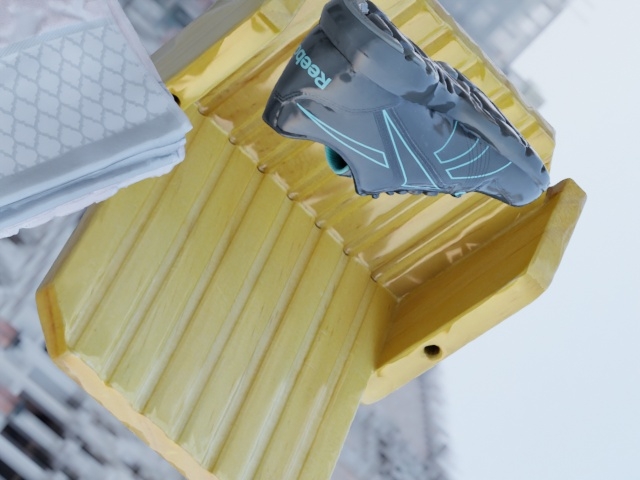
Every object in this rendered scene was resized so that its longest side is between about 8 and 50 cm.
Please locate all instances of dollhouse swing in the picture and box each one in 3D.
[{"bbox_3d":[0.000,0.000,1.314,0.315,0.347,0.305,-35,-158,27],"label":"dollhouse swing"}]

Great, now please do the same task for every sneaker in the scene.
[{"bbox_3d":[0.063,-0.079,1.165,0.106,0.267,0.101,-47,-134,13],"label":"sneaker"}]

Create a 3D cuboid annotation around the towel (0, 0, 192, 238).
[{"bbox_3d":[-0.273,-0.133,0.960,0.332,0.317,0.053,-26,172,-36],"label":"towel"}]
